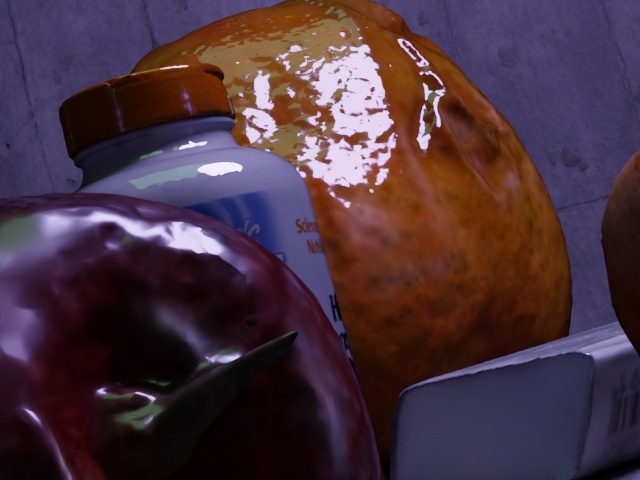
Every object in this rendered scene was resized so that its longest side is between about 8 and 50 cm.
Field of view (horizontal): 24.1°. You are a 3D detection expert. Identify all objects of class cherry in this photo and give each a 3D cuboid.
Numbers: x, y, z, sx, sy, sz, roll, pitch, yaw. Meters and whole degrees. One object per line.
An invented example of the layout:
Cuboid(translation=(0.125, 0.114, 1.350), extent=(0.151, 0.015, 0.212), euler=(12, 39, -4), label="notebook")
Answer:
Cuboid(translation=(-0.108, 0.093, 0.545), extent=(0.230, 0.203, 0.300), euler=(-14, -17, -37), label="cherry")

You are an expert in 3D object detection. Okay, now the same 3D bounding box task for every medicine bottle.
Cuboid(translation=(-0.066, 0.051, 0.845), extent=(0.157, 0.289, 0.157), euler=(-15, -4, -1), label="medicine bottle")

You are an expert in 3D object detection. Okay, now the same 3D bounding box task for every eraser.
Cuboid(translation=(0.250, 0.089, 1.061), extent=(0.397, 0.082, 0.213), euler=(-12, -4, -38), label="eraser")

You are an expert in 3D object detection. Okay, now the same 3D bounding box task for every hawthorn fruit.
Cuboid(translation=(0.000, 0.000, 1.358), extent=(0.471, 0.472, 0.472), euler=(-15, -4, -1), label="hawthorn fruit")

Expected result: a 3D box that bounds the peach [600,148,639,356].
Cuboid(translation=(0.276, 0.003, 0.743), extent=(0.232, 0.256, 0.232), euler=(-50, -19, -24), label="peach")
